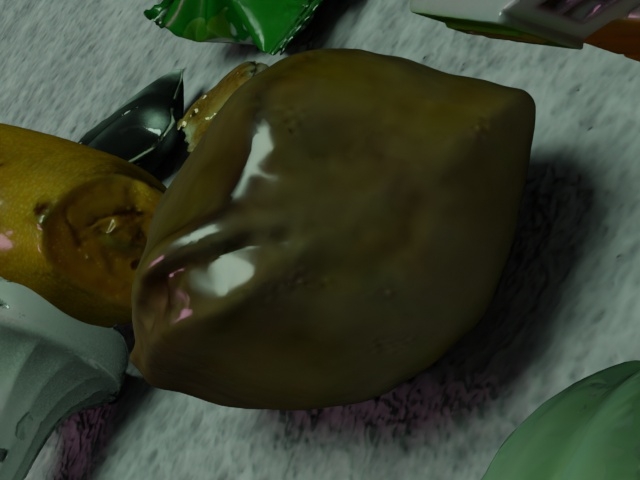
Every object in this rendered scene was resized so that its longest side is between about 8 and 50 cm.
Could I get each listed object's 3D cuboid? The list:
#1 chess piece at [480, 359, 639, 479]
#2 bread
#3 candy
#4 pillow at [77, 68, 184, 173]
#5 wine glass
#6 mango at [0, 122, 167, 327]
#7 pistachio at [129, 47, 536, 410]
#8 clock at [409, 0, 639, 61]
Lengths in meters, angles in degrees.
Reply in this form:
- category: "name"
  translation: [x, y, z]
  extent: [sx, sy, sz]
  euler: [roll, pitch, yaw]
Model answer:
- category: "chess piece"
  translation: [0.193, 0.107, 0.354]
  extent: [0.299, 0.194, 0.194]
  euler: [-11, 50, 42]
- category: "bread"
  translation: [-0.039, -0.059, 1.018]
  extent: [0.070, 0.076, 0.083]
  euler: [-37, 30, 10]
- category: "candy"
  translation: [-0.038, -0.193, 1.160]
  extent: [0.203, 0.078, 0.141]
  euler: [17, 75, 57]
- category: "pillow"
  translation: [-0.148, -0.066, 1.223]
  extent: [0.136, 0.055, 0.091]
  euler: [-38, 0, 26]
- category: "wine glass"
  translation: [-0.215, 0.135, 1.011]
  extent: [0.165, 0.165, 0.196]
  euler: [-21, 51, 49]
- category: "mango"
  translation: [-0.222, -0.010, 1.117]
  extent: [0.359, 0.187, 0.144]
  euler: [10, 86, 32]
- category: "pistachio"
  translation: [0.000, 0.000, 0.812]
  extent: [0.213, 0.163, 0.260]
  euler: [-23, -4, -20]
- category: "clock"
  translation: [0.194, -0.095, 0.517]
  extent: [0.309, 0.235, 0.166]
  euler: [-30, 51, 57]
